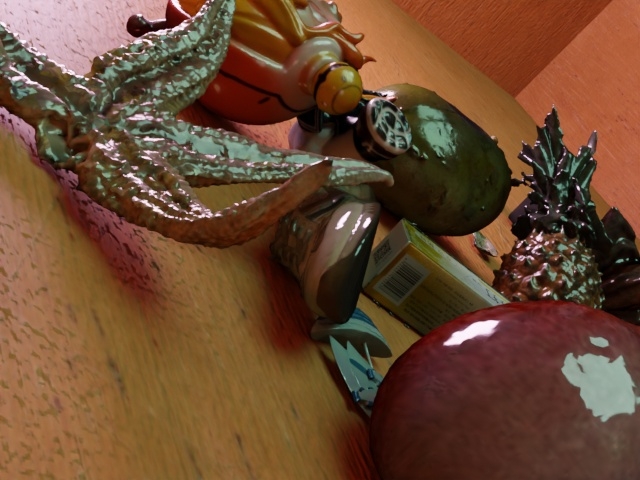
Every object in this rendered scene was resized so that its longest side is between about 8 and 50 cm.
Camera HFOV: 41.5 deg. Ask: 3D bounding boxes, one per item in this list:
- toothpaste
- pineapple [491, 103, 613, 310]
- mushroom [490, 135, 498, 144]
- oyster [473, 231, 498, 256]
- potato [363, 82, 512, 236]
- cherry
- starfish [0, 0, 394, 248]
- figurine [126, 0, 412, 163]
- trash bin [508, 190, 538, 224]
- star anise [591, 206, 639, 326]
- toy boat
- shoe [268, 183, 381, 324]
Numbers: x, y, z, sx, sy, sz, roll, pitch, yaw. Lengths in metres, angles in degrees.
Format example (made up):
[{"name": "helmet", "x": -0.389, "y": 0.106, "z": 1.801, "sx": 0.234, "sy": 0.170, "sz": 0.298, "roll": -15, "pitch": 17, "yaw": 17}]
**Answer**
[{"name": "toothpaste", "x": 0.189, "y": 0.102, "z": 1.002, "sx": 0.313, "sy": 0.089, "sz": 0.071, "roll": 36, "pitch": 17, "yaw": -19}, {"name": "pineapple", "x": 0.333, "y": -0.011, "z": 1.181, "sx": 0.165, "sy": 0.165, "sz": 0.364, "roll": 35, "pitch": 56, "yaw": -23}, {"name": "mushroom", "x": 0.349, "y": -0.178, "z": 1.843, "sx": 0.088, "sy": 0.072, "sz": 0.129, "roll": 35, "pitch": 52, "yaw": 15}, {"name": "oyster", "x": 0.278, "y": 0.006, "z": 1.448, "sx": 0.054, "sy": 0.019, "sz": 0.083, "roll": 38, "pitch": 23, "yaw": -12}, {"name": "potato", "x": 0.168, "y": -0.110, "z": 1.249, "sx": 0.307, "sy": 0.173, "sz": 0.210, "roll": 22, "pitch": 28, "yaw": -41}, {"name": "cherry", "x": 0.167, "y": 0.152, "z": 0.659, "sx": 0.206, "sy": 0.239, "sz": 0.239, "roll": 13, "pitch": 37, "yaw": -55}, {"name": "starfish", "x": -0.139, "y": -0.125, "z": 0.703, "sx": 0.398, "sy": 0.132, "sz": 0.384, "roll": 39, "pitch": 40, "yaw": 24}, {"name": "figurine", "x": -0.054, "y": -0.217, "z": 1.016, "sx": 0.323, "sy": 0.196, "sz": 0.320, "roll": 38, "pitch": 10, "yaw": -30}, {"name": "trash bin", "x": 0.520, "y": 0.007, "z": 1.765, "sx": 0.165, "sy": 0.115, "sz": 0.225, "roll": 13, "pitch": 35, "yaw": -55}, {"name": "star anise", "x": 0.442, "y": 0.097, "z": 1.291, "sx": 0.108, "sy": 0.315, "sz": 0.315, "roll": -11, "pitch": 46, "yaw": -17}, {"name": "toy boat", "x": 0.029, "y": 0.118, "z": 0.773, "sx": 0.105, "sy": 0.034, "sz": 0.149, "roll": 38, "pitch": 33, "yaw": -23}, {"name": "shoe", "x": 0.000, "y": 0.000, "z": 0.814, "sx": 0.098, "sy": 0.103, "sz": 0.275, "roll": 9, "pitch": 12, "yaw": -2}]
